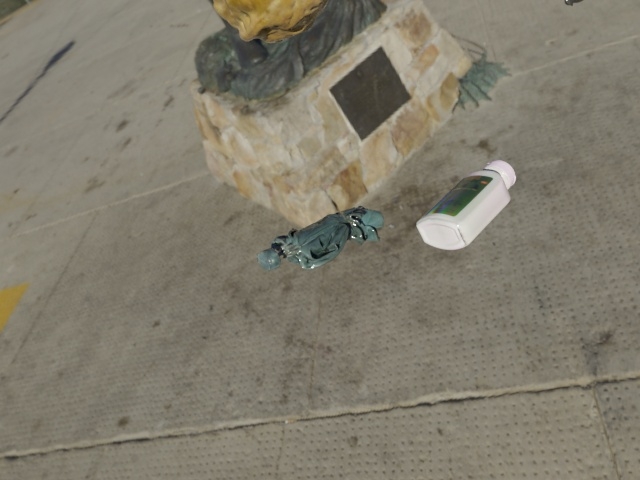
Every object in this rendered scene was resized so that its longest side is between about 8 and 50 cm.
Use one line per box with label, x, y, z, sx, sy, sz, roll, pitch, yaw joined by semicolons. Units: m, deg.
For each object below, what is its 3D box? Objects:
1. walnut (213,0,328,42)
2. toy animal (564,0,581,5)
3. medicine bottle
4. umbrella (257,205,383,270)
walnut;-0.033;-0.178;0.369;0.096;0.078;0.083;3;75;64
toy animal;0.436;-0.537;0.789;0.106;0.168;0.343;-54;-1;-42
medicine bottle;0.291;-0.073;1.028;0.219;0.078;0.115;-41;22;-26
umbrella;-0.001;0.002;1.255;0.143;0.094;0.348;4;22;45
